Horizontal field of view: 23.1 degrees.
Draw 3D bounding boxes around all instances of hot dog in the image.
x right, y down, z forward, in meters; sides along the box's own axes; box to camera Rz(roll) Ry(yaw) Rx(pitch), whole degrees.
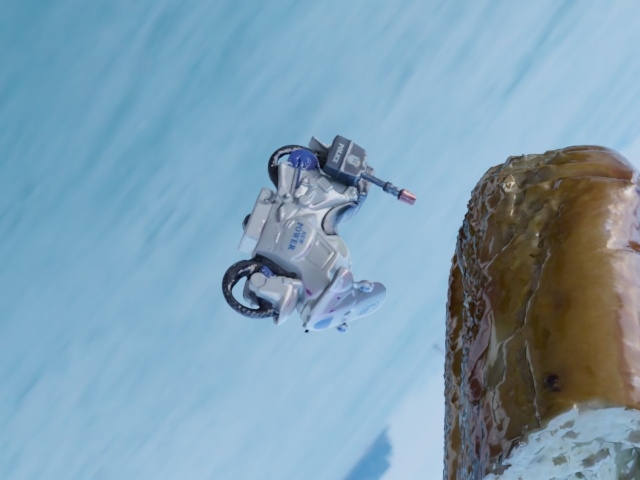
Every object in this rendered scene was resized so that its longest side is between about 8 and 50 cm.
[{"bbox_3d":[0.199,0.111,1.330,0.367,0.196,0.365,99,-8,-49],"label":"hot dog"}]

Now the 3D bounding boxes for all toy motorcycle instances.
[{"bbox_3d":[0.000,0.000,1.483,0.102,0.150,0.221,116,-6,-53],"label":"toy motorcycle"}]
